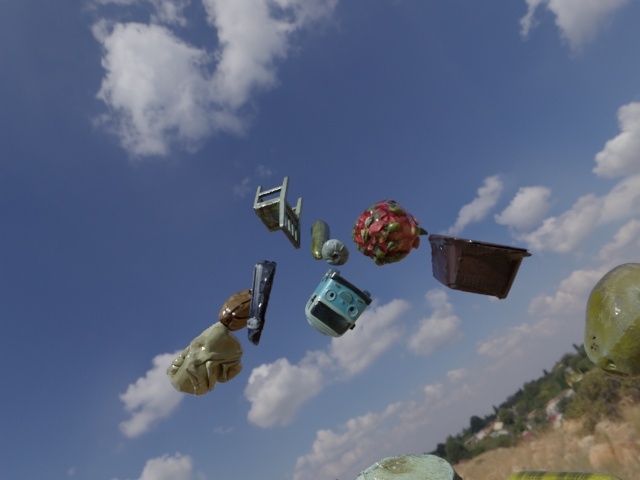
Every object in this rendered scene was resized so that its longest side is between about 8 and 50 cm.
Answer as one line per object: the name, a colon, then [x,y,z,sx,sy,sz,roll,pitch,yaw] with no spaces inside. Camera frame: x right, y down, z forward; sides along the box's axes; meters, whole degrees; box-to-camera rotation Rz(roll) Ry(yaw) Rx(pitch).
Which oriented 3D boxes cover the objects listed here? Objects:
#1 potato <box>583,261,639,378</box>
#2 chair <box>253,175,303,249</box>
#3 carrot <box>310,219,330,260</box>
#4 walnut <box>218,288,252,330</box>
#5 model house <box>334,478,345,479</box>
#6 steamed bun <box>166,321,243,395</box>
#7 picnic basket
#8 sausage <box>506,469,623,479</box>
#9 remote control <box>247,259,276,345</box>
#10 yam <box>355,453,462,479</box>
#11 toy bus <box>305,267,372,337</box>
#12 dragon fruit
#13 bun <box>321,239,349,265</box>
potato: [0.606,0.144,0.827,0.251,0.159,0.174,-49,-19,-22]
chair: [-0.159,-0.088,1.554,0.147,0.271,0.136,-16,-45,19]
carrot: [0.000,0.000,1.447,0.074,0.074,0.358,-42,12,11]
walnut: [-0.292,0.258,1.578,0.245,0.137,0.137,-30,-23,-53]
model house: [0.041,0.695,0.991,0.325,0.169,0.245,-5,-67,-32]
steamed bun: [-0.429,0.478,1.626,0.289,0.203,0.276,-40,-9,-25]
picnic basket: [0.382,0.061,1.084,0.297,0.222,0.129,-14,-64,-85]
sausage: [0.565,0.598,0.971,0.123,0.123,0.347,-14,-17,-33]
remote control: [-0.192,0.187,1.306,0.066,0.266,0.090,13,-21,-9]
yam: [0.160,0.412,0.571,0.154,0.255,0.154,-32,1,1]
toy bus: [0.037,0.178,1.169,0.165,0.133,0.271,-54,-1,-6]
dragon fruit: [0.245,-0.025,1.579,0.237,0.231,0.302,-43,-13,9]
bun: [0.042,0.037,1.196,0.083,0.045,0.083,0,-64,0]
